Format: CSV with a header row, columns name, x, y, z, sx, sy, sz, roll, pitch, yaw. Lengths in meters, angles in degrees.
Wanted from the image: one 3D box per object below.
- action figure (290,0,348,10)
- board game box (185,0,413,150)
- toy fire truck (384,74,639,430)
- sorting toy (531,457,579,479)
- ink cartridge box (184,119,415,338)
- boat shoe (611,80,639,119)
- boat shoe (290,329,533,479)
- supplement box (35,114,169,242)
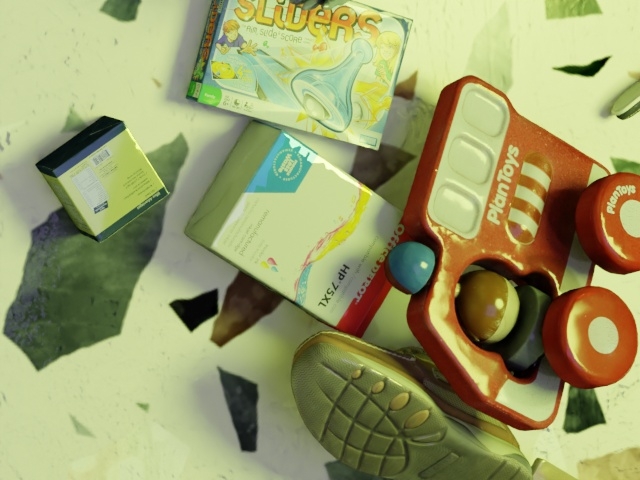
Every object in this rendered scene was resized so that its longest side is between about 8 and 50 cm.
name,x,y,z,sx,sy,sz,roll,pitch,yaw
action figure,0.021,-0.402,1.651,0.276,0.248,0.370,-12,107,-24
board game box,-0.019,-0.176,1.791,0.201,0.035,0.136,13,94,-27
toy fire truck,0.182,0.019,1.819,0.254,0.169,0.302,28,68,-23
sorting toy,0.250,0.319,2.004,0.274,0.046,0.132,32,85,-26
ink cartridge box,0.000,0.000,1.808,0.231,0.078,0.134,33,86,-27
boat shoe,0.362,-0.162,1.972,0.125,0.046,0.038,-41,109,-23
boat shoe,0.084,0.168,1.852,0.123,0.116,0.324,-33,133,23
supplement box,-0.202,-0.057,1.713,0.083,0.056,0.083,-37,113,-15
